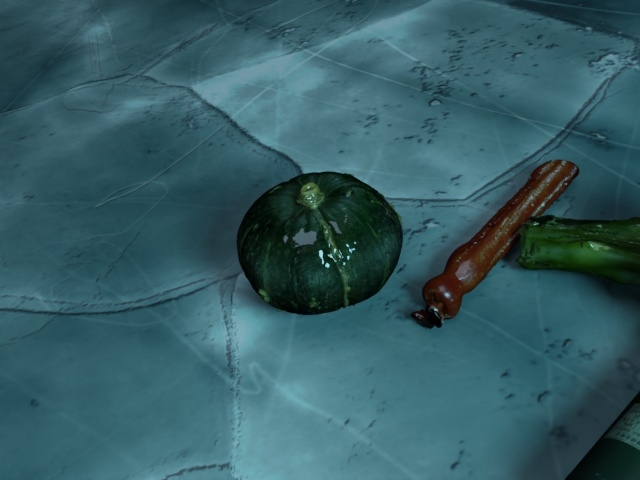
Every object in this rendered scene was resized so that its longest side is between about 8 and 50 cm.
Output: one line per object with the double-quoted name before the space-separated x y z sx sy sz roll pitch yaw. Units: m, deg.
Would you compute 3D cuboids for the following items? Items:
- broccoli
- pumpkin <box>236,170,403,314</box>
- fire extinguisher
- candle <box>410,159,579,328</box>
"broccoli" 0.369 -0.005 0.741 0.199 0.177 0.275 -28 26 -27
"pumpkin" -0.001 0.001 0.796 0.190 0.146 0.190 6 25 -3
"fire extinguisher" 0.271 0.193 0.577 0.294 0.093 0.118 -37 22 -25
"candle" 0.217 -0.009 0.838 0.051 0.048 0.329 35 57 23
